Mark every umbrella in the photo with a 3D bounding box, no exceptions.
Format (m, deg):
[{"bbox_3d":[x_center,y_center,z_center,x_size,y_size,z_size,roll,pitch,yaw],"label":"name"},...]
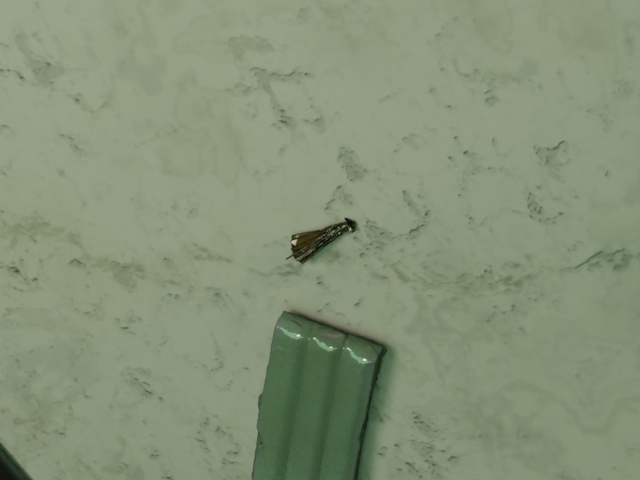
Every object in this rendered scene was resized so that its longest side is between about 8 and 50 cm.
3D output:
[{"bbox_3d":[-0.001,0.000,1.734,0.083,0.020,0.031,-29,66,29],"label":"umbrella"}]

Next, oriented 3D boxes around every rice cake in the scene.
[{"bbox_3d":[-0.009,0.187,1.822,0.127,0.043,0.237,16,121,8],"label":"rice cake"}]
